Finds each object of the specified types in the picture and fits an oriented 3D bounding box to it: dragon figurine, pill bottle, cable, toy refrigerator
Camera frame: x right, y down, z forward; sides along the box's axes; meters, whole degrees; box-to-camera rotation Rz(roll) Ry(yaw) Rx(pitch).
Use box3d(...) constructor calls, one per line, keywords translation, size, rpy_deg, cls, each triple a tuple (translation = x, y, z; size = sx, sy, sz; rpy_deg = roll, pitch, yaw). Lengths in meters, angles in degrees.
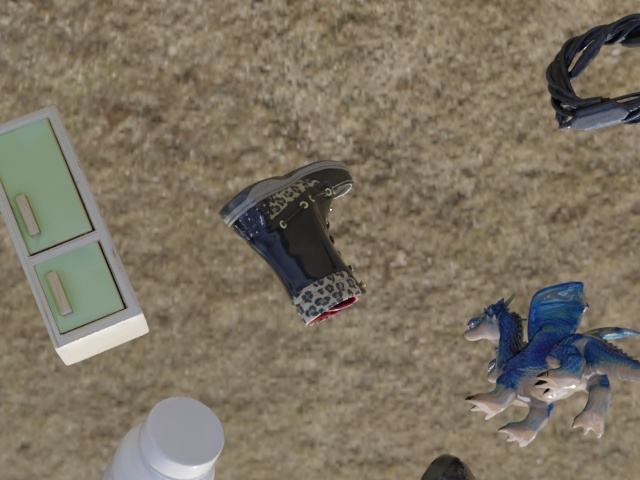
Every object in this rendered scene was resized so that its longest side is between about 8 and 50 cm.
box3d(translation=(0.216, 0.092, 1.009), size=(0.085, 0.144, 0.289), rpy_deg=(39, 144, -17), cls="dragon figurine")
box3d(translation=(-0.212, 0.308, 1.524), size=(0.131, 0.131, 0.229), rpy_deg=(15, 134, -19), cls="pill bottle")
box3d(translation=(0.360, -0.203, 1.385), size=(0.185, 0.150, 0.047), rpy_deg=(-16, 140, 31), cls="cable")
box3d(translation=(-0.291, -0.008, 1.306), size=(0.102, 0.269, 0.094), rpy_deg=(-22, 165, -10), cls="toy refrigerator")

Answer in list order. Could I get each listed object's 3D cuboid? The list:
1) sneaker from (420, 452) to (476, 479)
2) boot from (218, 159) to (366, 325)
box3d(translation=(0.167, 0.283, 0.990), size=(0.132, 0.086, 0.228), rpy_deg=(4, 123, 38), cls="sneaker")
box3d(translation=(-0.002, 0.001, 1.420), size=(0.085, 0.178, 0.236), rpy_deg=(-42, 168, 34), cls="boot")
